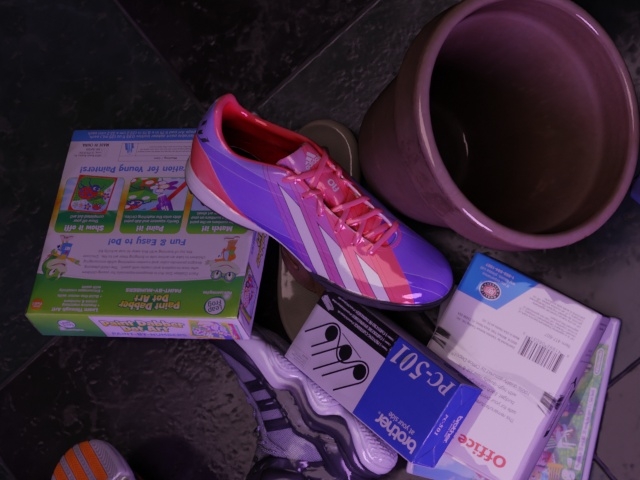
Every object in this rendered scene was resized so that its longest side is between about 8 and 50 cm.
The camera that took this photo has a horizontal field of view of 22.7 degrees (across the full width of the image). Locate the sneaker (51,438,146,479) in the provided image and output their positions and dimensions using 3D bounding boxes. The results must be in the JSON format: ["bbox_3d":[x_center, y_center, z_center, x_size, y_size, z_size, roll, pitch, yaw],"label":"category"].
[{"bbox_3d":[-0.159,0.355,1.702,0.125,0.180,0.321,-38,50,8],"label":"sneaker"}]

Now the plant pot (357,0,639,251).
[{"bbox_3d":[0.154,-0.105,1.624,0.263,0.229,0.263,5,79,-28],"label":"plant pot"}]

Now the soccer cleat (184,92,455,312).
[{"bbox_3d":[0.002,-0.036,1.655,0.318,0.108,0.116,31,138,12],"label":"soccer cleat"}]

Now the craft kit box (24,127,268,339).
[{"bbox_3d":[-0.180,-0.011,1.771,0.250,0.061,0.246,1,57,17],"label":"craft kit box"}]

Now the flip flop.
[{"bbox_3d":[0.000,0.000,1.754,0.112,0.080,0.277,-1,85,16],"label":"flip flop"}]

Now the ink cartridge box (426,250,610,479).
[{"bbox_3d":[0.188,0.135,1.659,0.148,0.086,0.203,28,94,18],"label":"ink cartridge box"}]

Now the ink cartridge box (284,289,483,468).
[{"bbox_3d":[0.062,0.136,1.641,0.207,0.046,0.097,38,100,38],"label":"ink cartridge box"}]

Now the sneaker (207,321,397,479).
[{"bbox_3d":[-0.057,0.201,1.740,0.268,0.101,0.153,40,96,15],"label":"sneaker"}]

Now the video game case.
[{"bbox_3d":[0.206,0.168,1.709,0.193,0.023,0.212,11,88,17],"label":"video game case"}]

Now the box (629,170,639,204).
[{"bbox_3d":[0.517,-0.038,1.472,0.395,0.293,0.212,43,76,16],"label":"box"}]
